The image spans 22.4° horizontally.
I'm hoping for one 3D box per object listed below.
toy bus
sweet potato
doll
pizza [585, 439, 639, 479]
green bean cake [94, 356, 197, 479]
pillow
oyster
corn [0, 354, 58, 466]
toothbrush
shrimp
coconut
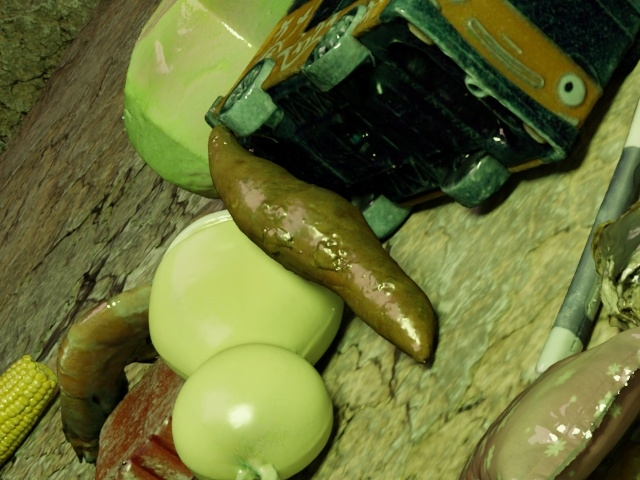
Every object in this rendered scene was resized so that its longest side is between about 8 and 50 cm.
[{"bbox_3d":[0.071,-0.129,1.125,0.194,0.162,0.323,-56,16,-21],"label":"toy bus"},{"bbox_3d":[0.000,0.000,1.072,0.067,0.067,0.274,-51,50,3],"label":"sweet potato"},{"bbox_3d":[-0.049,0.080,1.111,0.141,0.117,0.296,-10,40,3],"label":"doll"},{"bbox_3d":[0.103,0.159,0.677,0.099,0.036,0.160,-25,31,55],"label":"pizza"},{"bbox_3d":[-0.113,0.140,1.230,0.135,0.056,0.135,-48,16,17],"label":"green bean cake"},{"bbox_3d":[0.103,0.083,0.725,0.118,0.043,0.185,-45,-2,-12],"label":"pillow"},{"bbox_3d":[0.168,0.005,0.793,0.103,0.051,0.148,-49,6,-15],"label":"oyster"},{"bbox_3d":[-0.350,0.206,1.690,0.206,0.067,0.067,-50,17,10],"label":"corn"},{"bbox_3d":[0.171,-0.032,0.905,0.026,0.024,0.288,-12,40,43],"label":"toothbrush"},{"bbox_3d":[-0.151,0.112,1.326,0.144,0.052,0.251,-15,-28,-26],"label":"shrimp"},{"bbox_3d":[-0.067,-0.153,1.454,0.236,0.236,0.204,-49,52,11],"label":"coconut"}]
